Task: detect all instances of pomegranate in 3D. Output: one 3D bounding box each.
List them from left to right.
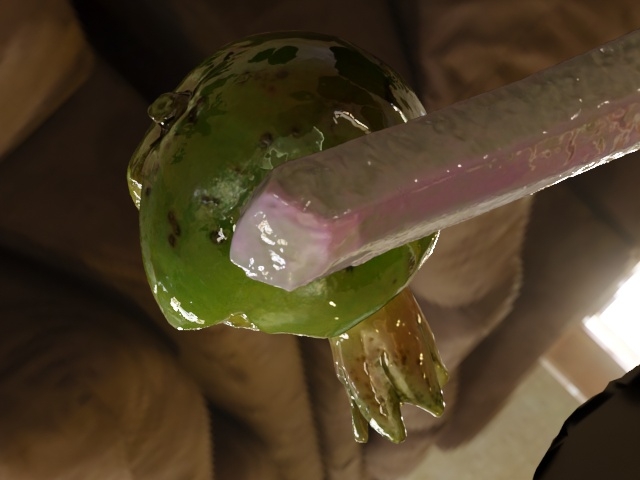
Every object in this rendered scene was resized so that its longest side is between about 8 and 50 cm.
[{"bbox_3d":[0.000,0.000,1.115,0.236,0.302,0.236,-35,-162,13],"label":"pomegranate"}]

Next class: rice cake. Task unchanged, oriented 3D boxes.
[{"bbox_3d":[0.106,-0.054,0.903,0.365,0.056,0.073,-21,154,-32],"label":"rice cake"}]

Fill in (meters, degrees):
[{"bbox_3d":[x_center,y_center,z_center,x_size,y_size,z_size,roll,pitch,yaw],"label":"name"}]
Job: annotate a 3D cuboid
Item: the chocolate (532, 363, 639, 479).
[{"bbox_3d":[0.258,0.235,0.895,0.225,0.210,0.340,-26,-149,6],"label":"chocolate"}]
